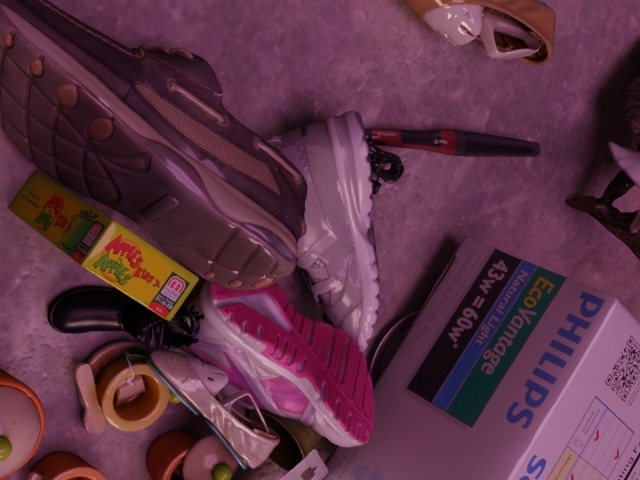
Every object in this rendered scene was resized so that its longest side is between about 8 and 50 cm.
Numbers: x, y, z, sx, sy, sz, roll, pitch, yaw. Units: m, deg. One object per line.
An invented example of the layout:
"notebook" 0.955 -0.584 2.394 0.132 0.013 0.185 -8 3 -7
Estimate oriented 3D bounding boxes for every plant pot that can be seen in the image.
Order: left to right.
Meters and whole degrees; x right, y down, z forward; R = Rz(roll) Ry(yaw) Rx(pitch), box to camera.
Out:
"plant pot" -0.022 0.196 1.056 0.079 0.083 0.083 -37 124 -35

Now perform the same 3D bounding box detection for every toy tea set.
"toy tea set" -0.217 0.200 0.885 0.336 0.124 0.199 -3 107 -34

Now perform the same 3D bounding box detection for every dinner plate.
"dinner plate" 0.111 0.149 1.164 0.141 0.017 0.141 -12 113 -31

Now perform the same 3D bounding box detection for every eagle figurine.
"eagle figurine" 0.461 -0.118 1.221 0.298 0.225 0.226 -46 116 -1

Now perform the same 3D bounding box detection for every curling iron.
"curling iron" 0.140 -0.098 1.092 0.274 0.035 0.068 -8 114 -32

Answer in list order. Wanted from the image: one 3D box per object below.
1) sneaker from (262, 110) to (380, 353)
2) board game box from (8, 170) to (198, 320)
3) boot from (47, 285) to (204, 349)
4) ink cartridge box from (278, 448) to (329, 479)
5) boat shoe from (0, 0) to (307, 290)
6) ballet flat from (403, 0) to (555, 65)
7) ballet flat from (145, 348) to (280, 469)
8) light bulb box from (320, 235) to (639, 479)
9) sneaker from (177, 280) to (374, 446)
"sneaker" 0.000 0.000 1.009 0.115 0.105 0.281 -5 116 2
"board game box" -0.185 0.001 0.805 0.092 0.181 0.043 39 81 -37
"boot" -0.176 0.074 0.887 0.121 0.099 0.045 -3 105 -34
"ink cartridge box" -0.078 0.272 0.999 0.179 0.045 0.145 -40 159 -10
"boat shoe" -0.151 -0.098 0.846 0.355 0.132 0.130 43 49 -26
"ballet flat" 0.173 -0.237 1.034 0.232 0.080 0.073 5 76 -36
"ballet flat" -0.099 0.150 0.926 0.052 0.057 0.168 -39 117 -4
"light bulb box" 0.242 0.248 1.141 0.361 0.225 0.357 39 81 -41
"sneaker" -0.045 0.126 0.985 0.252 0.111 0.103 45 39 -20
